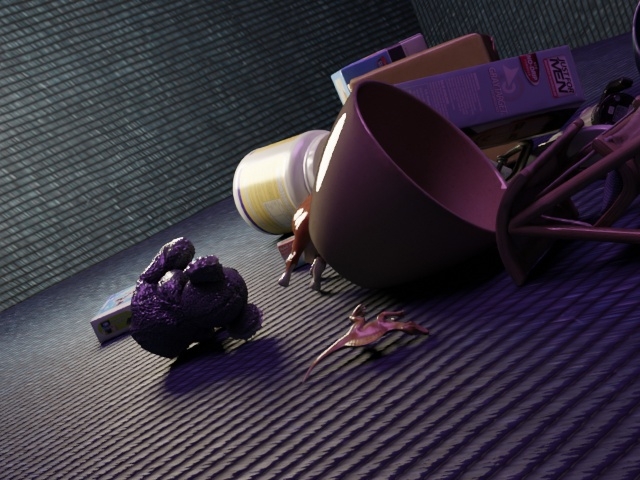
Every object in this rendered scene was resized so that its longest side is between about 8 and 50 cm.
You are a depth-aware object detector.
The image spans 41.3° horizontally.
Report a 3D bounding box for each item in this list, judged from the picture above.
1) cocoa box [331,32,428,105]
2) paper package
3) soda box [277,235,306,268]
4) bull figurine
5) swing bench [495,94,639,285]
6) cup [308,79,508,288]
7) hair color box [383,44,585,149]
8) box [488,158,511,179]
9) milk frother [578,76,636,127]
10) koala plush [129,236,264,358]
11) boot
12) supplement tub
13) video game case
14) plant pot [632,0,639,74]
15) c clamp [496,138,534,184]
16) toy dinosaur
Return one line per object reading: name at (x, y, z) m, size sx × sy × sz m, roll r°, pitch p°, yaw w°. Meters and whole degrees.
cocoa box at (0.202, -0.316, 2.178) m, size 0.228 × 0.347 × 0.231 m, roll -24°, pitch 9°, yaw -1°
paper package at (0.272, -0.278, 1.928) m, size 0.325 × 0.309 × 0.168 m, roll -19°, pitch 5°, yaw 22°
soda box at (0.000, 0.000, 1.845) m, size 0.183 × 0.063 × 0.058 m, roll -23°, pitch 9°, yaw -1°
bull figurine at (-0.005, -0.017, 1.613) m, size 0.101 × 0.188 × 0.310 m, roll 19°, pitch 11°, yaw 3°
swing bench at (0.386, -0.081, 1.161) m, size 0.255 × 0.165 × 0.253 m, roll -16°, pitch 14°, yaw 38°
cup at (0.114, -0.060, 1.360) m, size 0.237 × 0.331 × 0.331 m, roll -48°, pitch -1°, yaw 28°
hair color box at (0.272, -0.237, 1.571) m, size 0.375 × 0.113 × 0.185 m, roll -14°, pitch -10°, yaw -2°
box at (0.280, -0.134, 1.765) m, size 0.145 × 0.038 × 0.186 m, roll 17°, pitch -20°, yaw -39°
milk frother at (0.605, -0.238, 1.674) m, size 0.129 × 0.143 × 0.135 m, roll -54°, pitch 0°, yaw -1°
koala plush at (-0.208, 0.108, 1.490) m, size 0.221 × 0.196 × 0.203 m, roll -13°, pitch 27°, yaw 43°
boot at (0.497, -0.182, 1.580) m, size 0.123 × 0.095 × 0.258 m, roll -38°, pitch 16°, yaw -31°
supplement tub at (-0.043, -0.148, 2.173) m, size 0.241 × 0.241 × 0.331 m, roll -32°, pitch 14°, yaw -38°
video game case at (-0.412, 0.139, 2.054) m, size 0.244 × 0.061 × 0.269 m, roll -23°, pitch 11°, yaw -1°
plant pot at (0.690, -0.318, 1.489) m, size 0.290 × 0.290 × 0.195 m, roll -23°, pitch -25°, yaw 3°
c clamp at (0.346, -0.129, 1.628) m, size 0.137 × 0.022 × 0.160 m, roll -31°, pitch 22°, yaw 56°
toy dinosaur at (0.054, 0.128, 1.151) m, size 0.183 × 0.053 × 0.092 m, roll -21°, pitch 12°, yaw 12°
